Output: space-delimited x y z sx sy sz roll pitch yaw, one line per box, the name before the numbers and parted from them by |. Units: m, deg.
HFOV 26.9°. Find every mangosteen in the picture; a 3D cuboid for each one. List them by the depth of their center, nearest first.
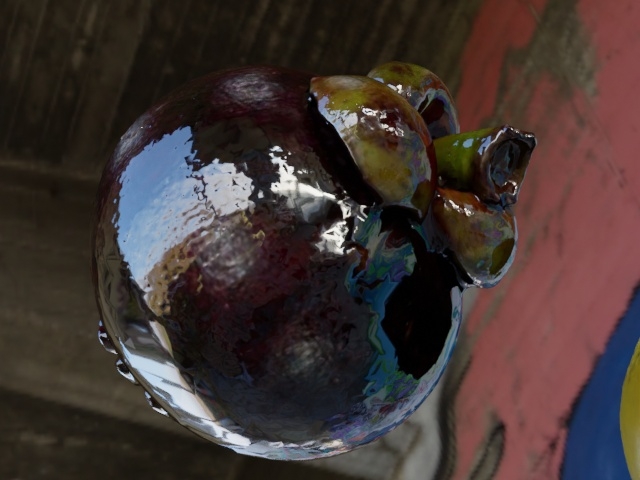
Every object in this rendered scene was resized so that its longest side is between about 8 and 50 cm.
mangosteen | 0.000 0.000 0.985 0.347 0.307 0.307 -31 -49 11

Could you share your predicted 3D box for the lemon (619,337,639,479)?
lemon | 0.378 0.137 1.037 0.297 0.297 0.297 -7 -48 -8
